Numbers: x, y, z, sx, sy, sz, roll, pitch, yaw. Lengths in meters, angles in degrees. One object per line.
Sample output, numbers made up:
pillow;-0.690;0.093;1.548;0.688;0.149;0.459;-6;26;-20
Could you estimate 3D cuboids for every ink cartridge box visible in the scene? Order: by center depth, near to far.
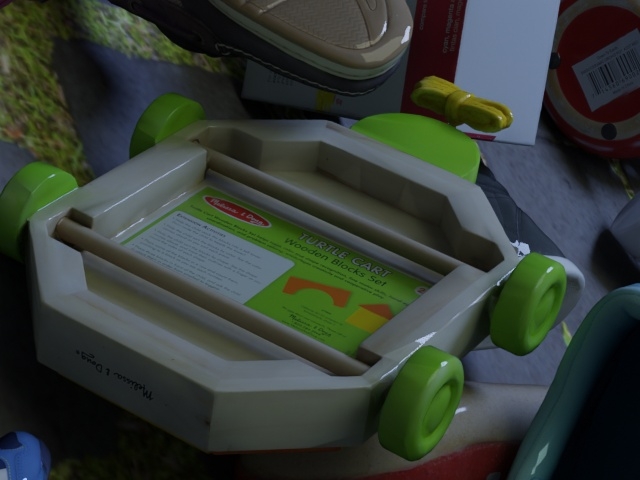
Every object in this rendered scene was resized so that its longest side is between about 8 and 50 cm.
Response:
ink cartridge box;0.055;-0.143;1.278;0.128;0.176;0.127;0;100;-56

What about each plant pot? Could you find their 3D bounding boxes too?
plant pot;0.300;-0.169;1.674;0.174;0.191;0.191;-11;67;-52

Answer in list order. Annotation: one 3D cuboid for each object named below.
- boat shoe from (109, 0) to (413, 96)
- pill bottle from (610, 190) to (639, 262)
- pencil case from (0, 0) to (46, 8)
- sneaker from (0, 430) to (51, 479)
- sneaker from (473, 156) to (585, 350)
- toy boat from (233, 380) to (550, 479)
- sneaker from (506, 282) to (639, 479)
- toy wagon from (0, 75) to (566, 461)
boat shoe;-0.064;-0.162;1.145;0.285;0.092;0.103;31;51;23
pill bottle;0.364;0.051;1.577;0.245;0.136;0.136;49;30;-7
pencil case;-0.209;-0.231;1.110;0.095;0.098;0.209;27;38;-37
sneaker;-0.171;0.119;0.833;0.059;0.053;0.144;48;29;-5
sneaker;0.036;-0.004;1.227;0.296;0.104;0.147;4;39;-44
toy boat;0.053;0.156;1.053;0.231;0.151;0.151;8;81;-51
sneaker;0.131;0.192;0.965;0.150;0.135;0.366;29;71;-51
toy wagon;0.000;0.000;1.025;0.267;0.068;0.344;25;35;24
